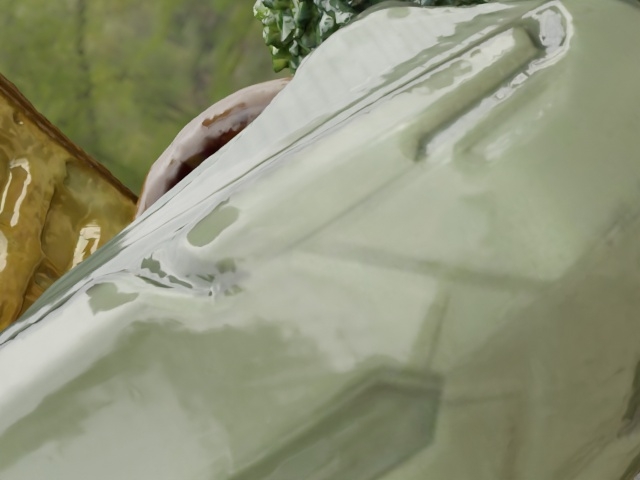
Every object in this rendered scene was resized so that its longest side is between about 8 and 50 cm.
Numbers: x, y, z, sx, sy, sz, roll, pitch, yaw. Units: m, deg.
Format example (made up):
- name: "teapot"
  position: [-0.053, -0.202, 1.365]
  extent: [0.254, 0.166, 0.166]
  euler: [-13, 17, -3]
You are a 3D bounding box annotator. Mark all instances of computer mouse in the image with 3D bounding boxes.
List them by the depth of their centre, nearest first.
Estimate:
- name: "computer mouse"
  position: [0.012, 0.059, 0.807]
  extent: [0.429, 0.228, 0.145]
  euler: [-38, 10, 6]

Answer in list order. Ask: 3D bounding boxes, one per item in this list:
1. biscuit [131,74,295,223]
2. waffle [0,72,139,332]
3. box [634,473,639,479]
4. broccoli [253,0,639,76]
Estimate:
- name: "biscuit"
  position: [0.000, 0.000, 1.037]
  extent: [0.212, 0.212, 0.036]
  euler: [-59, 24, 32]
- name: "waffle"
  position: [-0.231, 0.034, 1.370]
  extent: [0.077, 0.348, 0.304]
  euler: [-20, 42, 34]
- name: "box"
  position: [0.348, 0.225, 1.502]
  extent: [0.184, 0.273, 0.143]
  euler: [-7, -68, -64]
- name: "broccoli"
  position: [0.092, -0.227, 1.097]
  extent: [0.338, 0.277, 0.318]
  euler: [53, -139, -56]
